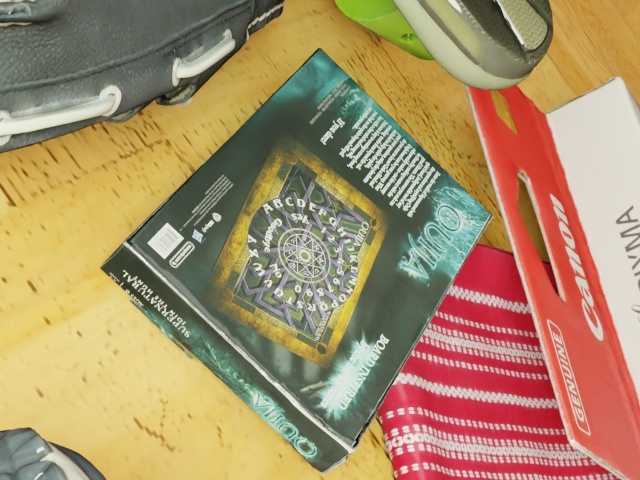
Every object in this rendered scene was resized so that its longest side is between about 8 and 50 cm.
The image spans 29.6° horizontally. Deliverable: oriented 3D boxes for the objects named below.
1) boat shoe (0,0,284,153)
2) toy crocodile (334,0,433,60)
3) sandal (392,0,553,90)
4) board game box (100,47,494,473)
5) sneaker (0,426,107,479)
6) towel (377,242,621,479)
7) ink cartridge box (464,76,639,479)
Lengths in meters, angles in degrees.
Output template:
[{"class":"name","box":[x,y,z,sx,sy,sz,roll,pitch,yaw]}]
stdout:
[{"class":"boat shoe","box":[-0.089,-0.094,0.499,0.302,0.114,0.091,-26,123,-64]},{"class":"toy crocodile","box":[0.038,-0.240,0.778,0.115,0.105,0.340,33,38,-30]},{"class":"sandal","box":[0.008,-0.193,0.623,0.120,0.086,0.302,-9,66,-41]},{"class":"board game box","box":[0.000,0.000,0.550,0.126,0.026,0.186,44,42,-5]},{"class":"sneaker","box":[-0.050,0.187,0.305,0.122,0.110,0.283,30,39,-61]},{"class":"towel","box":[0.106,0.117,0.609,0.199,0.031,0.274,16,49,-44]},{"class":"ink cartridge box","box":[0.191,0.023,0.723,0.261,0.066,0.296,38,33,-46]}]
